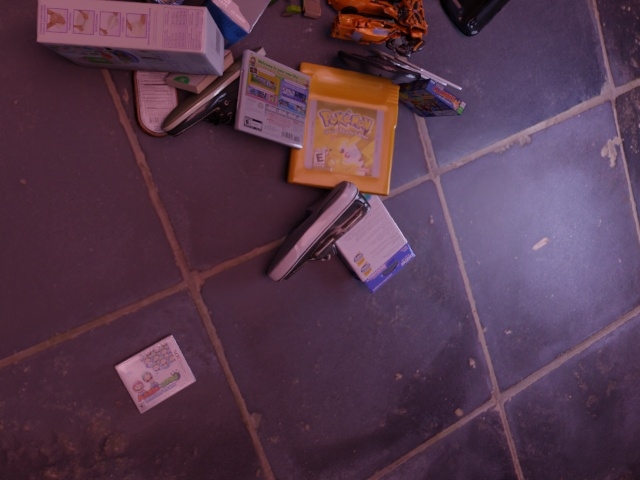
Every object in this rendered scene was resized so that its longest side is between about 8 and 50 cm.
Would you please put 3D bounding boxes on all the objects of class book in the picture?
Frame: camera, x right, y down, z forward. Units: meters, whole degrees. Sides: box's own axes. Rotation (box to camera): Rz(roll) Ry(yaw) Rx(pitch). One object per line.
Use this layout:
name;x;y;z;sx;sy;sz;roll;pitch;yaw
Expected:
book;-0.290;-0.412;1.441;0.144;0.096;0.035;-56;153;-31

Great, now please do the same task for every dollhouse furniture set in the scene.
dollhouse furniture set;-0.069;-0.627;1.577;0.151;0.058;0.076;-6;91;-44

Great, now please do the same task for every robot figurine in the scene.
robot figurine;0.165;-0.605;1.623;0.290;0.085;0.211;0;71;-18

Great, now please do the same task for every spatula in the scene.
spatula;0.269;-0.479;1.678;0.241;0.168;0.019;14;104;-30

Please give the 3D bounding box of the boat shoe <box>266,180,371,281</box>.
boat shoe;0.000;0.000;1.574;0.119;0.121;0.335;41;102;-18

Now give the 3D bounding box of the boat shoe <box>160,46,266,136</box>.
boat shoe;-0.237;-0.339;1.468;0.340;0.127;0.113;-50;124;-30

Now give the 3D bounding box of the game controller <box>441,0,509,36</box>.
game controller;0.501;-0.768;1.817;0.166;0.067;0.319;45;76;-7

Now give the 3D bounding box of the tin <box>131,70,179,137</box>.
tin;-0.396;-0.345;1.448;0.106;0.040;0.190;-8;99;-28

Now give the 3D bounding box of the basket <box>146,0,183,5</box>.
basket;-0.354;-0.639;1.295;0.255;0.289;0.201;44;82;-25

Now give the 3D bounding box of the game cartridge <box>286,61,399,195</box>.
game cartridge;0.064;-0.296;1.615;0.285;0.052;0.324;6;89;-13

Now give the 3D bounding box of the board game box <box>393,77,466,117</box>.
board game box;0.294;-0.393;1.671;0.136;0.201;0.035;28;87;-25

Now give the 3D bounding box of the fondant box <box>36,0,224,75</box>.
fondant box;-0.386;-0.426;1.272;0.330;0.238;0.096;2;94;-1

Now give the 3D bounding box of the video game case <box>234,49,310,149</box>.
video game case;-0.115;-0.344;1.487;0.212;0.023;0.194;10;85;-45

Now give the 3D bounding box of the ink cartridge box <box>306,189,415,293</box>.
ink cartridge box;0.119;-0.022;1.705;0.185;0.065;0.311;-41;107;-15

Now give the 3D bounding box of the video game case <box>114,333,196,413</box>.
video game case;-0.415;0.336;1.516;0.157;0.019;0.143;-29;106;-19

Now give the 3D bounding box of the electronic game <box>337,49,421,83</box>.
electronic game;0.156;-0.464;1.589;0.229;0.229;0.048;7;110;-25

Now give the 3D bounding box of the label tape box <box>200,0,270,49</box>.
label tape box;-0.153;-0.629;1.412;0.115;0.249;0.348;37;80;-23
